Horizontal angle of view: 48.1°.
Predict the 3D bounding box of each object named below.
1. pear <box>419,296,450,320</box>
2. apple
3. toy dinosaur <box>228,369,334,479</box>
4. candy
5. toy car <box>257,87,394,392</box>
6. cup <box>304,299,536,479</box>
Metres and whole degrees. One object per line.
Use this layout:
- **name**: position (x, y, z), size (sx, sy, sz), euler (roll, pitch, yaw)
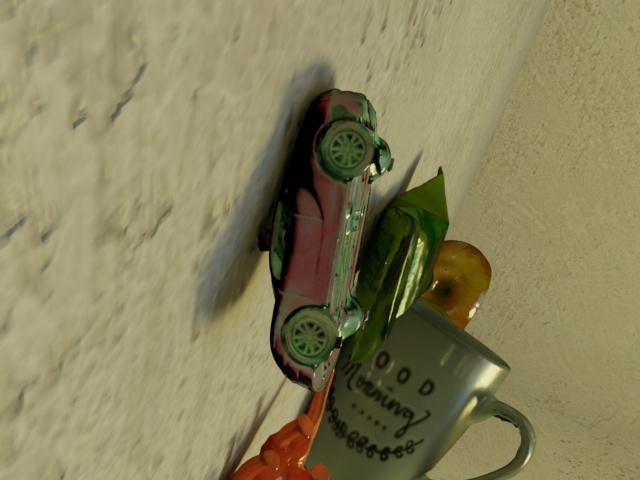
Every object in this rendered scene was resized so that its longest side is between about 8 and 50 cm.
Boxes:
- **pear**: position (0.125, 0.152, 1.038), size (0.149, 0.148, 0.162), euler (-67, 165, 10)
- **apple**: position (0.229, 0.089, 1.345), size (0.195, 0.160, 0.173), euler (-58, 163, 8)
- **toy dinosaur**: position (-0.049, 0.197, 0.537), size (0.279, 0.055, 0.101), euler (-44, 177, -43)
- **candy**: position (0.083, 0.014, 0.731), size (0.246, 0.069, 0.149), euler (-33, 142, -62)
- **toy car**: position (0.000, 0.000, 0.340), size (0.069, 0.055, 0.142), euler (-14, 115, -77)
- **cup**: position (0.115, 0.212, 0.851), size (0.234, 0.258, 0.186), euler (-59, 151, 4)
